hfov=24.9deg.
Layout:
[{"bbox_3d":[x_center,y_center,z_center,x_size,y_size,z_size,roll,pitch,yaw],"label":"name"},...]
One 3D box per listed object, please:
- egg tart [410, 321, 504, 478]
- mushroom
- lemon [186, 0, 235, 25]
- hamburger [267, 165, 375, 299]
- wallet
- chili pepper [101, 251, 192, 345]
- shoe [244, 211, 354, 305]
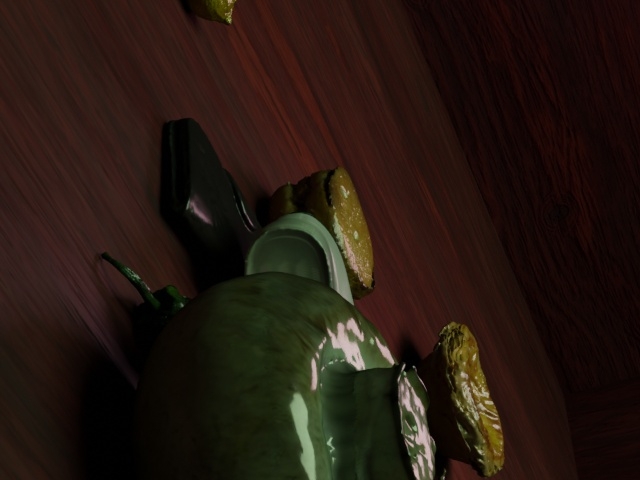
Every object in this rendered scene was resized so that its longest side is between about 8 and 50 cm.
[{"bbox_3d":[0.234,0.283,2.518,0.295,0.116,0.295,-18,90,-78],"label":"egg tart"},{"bbox_3d":[-0.022,0.191,1.298,0.352,0.260,0.352,-14,90,-70],"label":"mushroom"},{"bbox_3d":[-0.140,-0.314,1.844,0.092,0.065,0.065,61,17,-13],"label":"lemon"},{"bbox_3d":[0.001,0.008,1.918,0.191,0.118,0.182,69,17,-3],"label":"hamburger"},{"bbox_3d":[-0.100,0.002,1.687,0.309,0.042,0.165,60,21,-44],"label":"wallet"},{"bbox_3d":[-0.124,0.091,1.450,0.122,0.065,0.279,65,7,22],"label":"chili pepper"},{"bbox_3d":[-0.010,0.137,1.654,0.160,0.131,0.363,-70,151,-73],"label":"shoe"}]
